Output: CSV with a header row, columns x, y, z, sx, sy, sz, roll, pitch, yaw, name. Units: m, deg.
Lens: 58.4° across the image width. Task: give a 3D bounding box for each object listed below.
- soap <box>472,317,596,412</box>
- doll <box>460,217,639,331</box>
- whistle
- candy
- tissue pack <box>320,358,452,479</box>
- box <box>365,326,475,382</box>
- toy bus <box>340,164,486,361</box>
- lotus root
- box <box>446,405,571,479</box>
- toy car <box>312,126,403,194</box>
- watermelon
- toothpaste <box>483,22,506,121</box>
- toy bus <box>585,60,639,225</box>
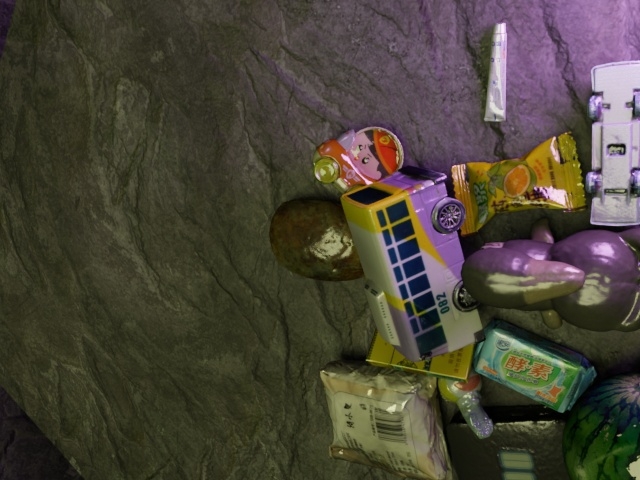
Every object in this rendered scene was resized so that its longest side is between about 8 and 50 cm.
x,y,z,sx,sy,sz,roll,pitch,yaw,name
0.535,0.317,1.457,0.293,0.077,0.156,23,117,20,soap
0.519,0.101,1.217,0.382,0.378,0.253,-3,104,40,doll
0.392,0.410,1.519,0.123,0.122,0.223,-46,54,32,whistle
0.451,-0.123,1.331,0.297,0.081,0.187,-12,81,34,candy
0.180,0.527,1.661,0.389,0.195,0.376,2,112,29,tissue pack
0.276,0.286,1.556,0.278,0.153,0.041,5,150,27,box
0.223,0.068,1.391,0.249,0.209,0.440,-23,109,-11,toy bus
-0.002,0.005,1.585,0.313,0.142,0.210,8,133,34,lotus root
0.543,0.618,1.552,0.359,0.091,0.351,-12,102,31,box
0.106,-0.202,1.484,0.235,0.145,0.235,0,101,2,toy car
0.713,0.465,1.263,0.363,0.363,0.364,10,111,26,watermelon
0.405,-0.383,1.315,0.052,0.033,0.218,10,114,30,toothpaste
0.619,-0.203,1.194,0.108,0.136,0.330,3,109,30,toy bus
